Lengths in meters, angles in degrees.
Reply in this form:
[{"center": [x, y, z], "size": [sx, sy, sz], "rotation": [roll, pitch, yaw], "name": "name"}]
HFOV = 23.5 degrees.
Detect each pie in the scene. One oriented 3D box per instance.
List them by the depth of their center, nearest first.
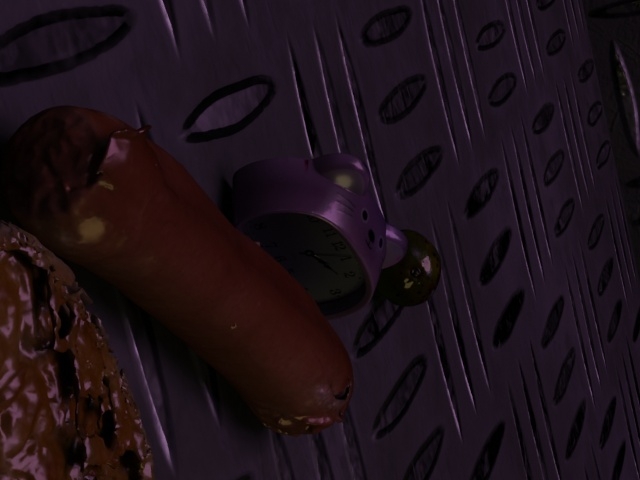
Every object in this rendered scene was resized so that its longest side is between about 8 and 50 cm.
[{"center": [-0.166, 0.118, 0.661], "size": [0.274, 0.055, 0.274], "rotation": [14, 72, -49], "name": "pie"}]

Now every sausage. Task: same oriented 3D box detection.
[{"center": [-0.070, 0.034, 1.009], "size": [0.094, 0.094, 0.419], "rotation": [39, -6, 34], "name": "sausage"}]

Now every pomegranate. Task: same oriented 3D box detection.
[{"center": [0.083, 0.030, 1.471], "size": [0.084, 0.073, 0.073], "rotation": [72, 15, -68], "name": "pomegranate"}]

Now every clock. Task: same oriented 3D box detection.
[{"center": [0.000, 0.000, 1.189], "size": [0.153, 0.110, 0.050], "rotation": [58, 27, -46], "name": "clock"}]
